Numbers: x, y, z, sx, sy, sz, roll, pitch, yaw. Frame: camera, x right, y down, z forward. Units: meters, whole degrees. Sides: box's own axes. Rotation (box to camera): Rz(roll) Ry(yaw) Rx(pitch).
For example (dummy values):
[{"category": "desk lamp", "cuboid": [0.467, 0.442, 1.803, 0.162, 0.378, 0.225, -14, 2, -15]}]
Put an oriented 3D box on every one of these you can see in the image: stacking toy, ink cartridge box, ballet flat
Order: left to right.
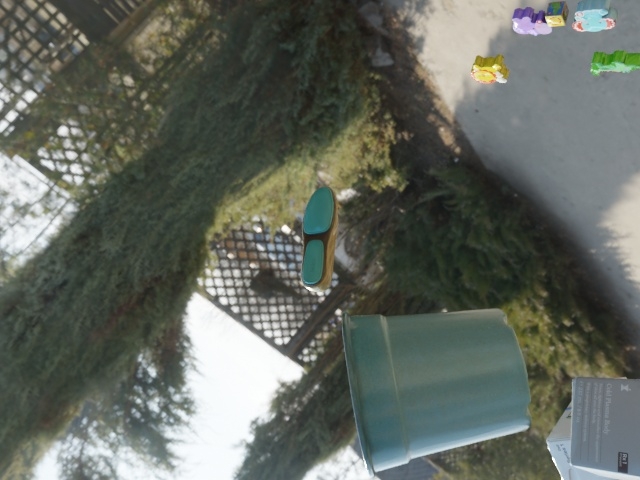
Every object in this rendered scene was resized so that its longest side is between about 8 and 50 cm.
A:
[{"category": "ballet flat", "cuboid": [0.000, 0.000, 1.223, 0.080, 0.232, 0.073, 0, 159, 24]}, {"category": "stacking toy", "cuboid": [0.325, -0.293, 0.764, 0.221, 0.167, 0.052, 11, 167, 38]}, {"category": "ink cartridge box", "cuboid": [0.646, 0.467, 1.293, 0.117, 0.278, 0.201, -26, 88, 43]}]

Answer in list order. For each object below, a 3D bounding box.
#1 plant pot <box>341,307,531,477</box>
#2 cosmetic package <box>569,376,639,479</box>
[{"category": "plant pot", "cuboid": [0.238, 0.294, 1.201, 0.341, 0.334, 0.341, -10, -90, -86]}, {"category": "cosmetic package", "cuboid": [0.454, 0.248, 0.722, 0.107, 0.127, 0.238, 27, 154, -32]}]
